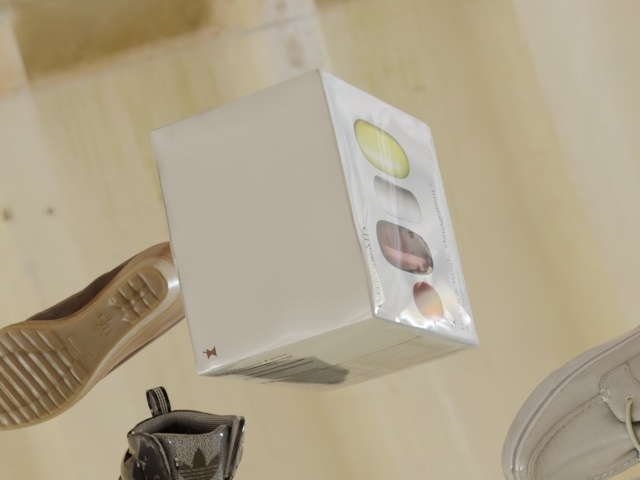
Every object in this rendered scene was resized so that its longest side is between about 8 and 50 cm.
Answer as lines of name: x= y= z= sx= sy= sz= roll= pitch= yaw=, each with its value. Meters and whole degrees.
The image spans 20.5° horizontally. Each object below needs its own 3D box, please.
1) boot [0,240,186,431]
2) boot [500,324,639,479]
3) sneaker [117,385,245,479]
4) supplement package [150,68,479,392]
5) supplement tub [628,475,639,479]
boot: x=-0.195 y=0.082 z=1.596 sx=0.248 sy=0.090 sz=0.207 roll=-33 pitch=178 yaw=13
boot: x=0.255 y=0.118 z=1.319 sx=0.258 sy=0.095 sz=0.123 roll=-39 pitch=-164 yaw=-1
sneaker: x=-0.086 y=0.217 z=1.276 sx=0.101 sy=0.153 sz=0.268 roll=-7 pitch=-148 yaw=-25
supplement package: x=0.000 y=0.000 z=1.345 sx=0.149 sy=0.194 sz=0.203 roll=-19 pitch=164 yaw=23
supplement tub: x=0.355 y=0.183 z=1.446 sx=0.199 sy=0.144 sz=0.144 roll=-46 pitch=-176 yaw=11
